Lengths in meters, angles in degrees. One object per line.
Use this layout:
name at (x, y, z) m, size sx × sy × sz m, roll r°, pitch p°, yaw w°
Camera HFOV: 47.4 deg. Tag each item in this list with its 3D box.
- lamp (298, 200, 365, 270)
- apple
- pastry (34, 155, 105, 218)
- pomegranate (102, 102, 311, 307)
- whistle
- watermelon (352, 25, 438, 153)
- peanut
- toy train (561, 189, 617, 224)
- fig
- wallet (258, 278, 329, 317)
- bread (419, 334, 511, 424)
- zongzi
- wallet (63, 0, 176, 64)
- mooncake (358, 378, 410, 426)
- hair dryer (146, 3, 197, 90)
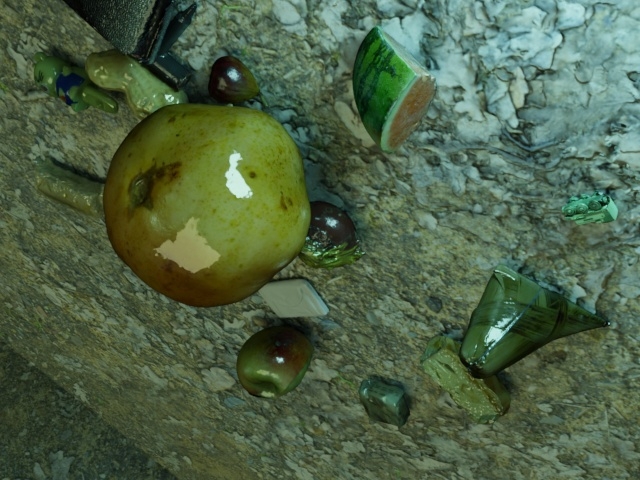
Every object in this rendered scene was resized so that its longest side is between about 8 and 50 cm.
lamp at (-0.002, -0.004, 1.523) m, size 0.157 × 0.135 × 0.156 m, roll -5°, pitch 126°, yaw 44°
apple at (-0.121, 0.313, 1.917) m, size 0.207 × 0.188 × 0.174 m, roll -19°, pitch 122°, yaw 39°
pastry at (-0.645, -0.128, 1.929) m, size 0.258 × 0.089 × 0.121 m, roll 24°, pitch 154°, yaw 19°
pomegranate at (-0.207, -0.079, 1.414) m, size 0.417 × 0.416 × 0.416 m, roll 21°, pitch 141°, yaw 18°
whistle at (-0.549, -0.340, 1.621) m, size 0.227 × 0.085 × 0.105 m, roll 29°, pitch 147°, yaw 9°
watermelon at (0.095, -0.250, 1.223) m, size 0.146 × 0.128 × 0.231 m, roll 46°, pitch 148°, yaw 16°
peanut at (-0.372, -0.318, 1.495) m, size 0.229 × 0.103 × 0.098 m, roll 37°, pitch 132°, yaw -5°
toy train at (0.446, -0.051, 1.213) m, size 0.083 × 0.033 × 0.053 m, roll -17°, pitch 123°, yaw 47°
fig at (-0.149, -0.295, 1.382) m, size 0.125 × 0.089 × 0.089 m, roll 17°, pitch 147°, yaw -20°
wallet at (-0.074, 0.149, 1.829) m, size 0.183 × 0.032 × 0.124 m, roll -9°, pitch 127°, yaw 42°
bread at (0.332, 0.312, 1.656) m, size 0.232 × 0.088 × 0.128 m, roll 46°, pitch 133°, yaw -3°
zongzi at (0.394, 0.188, 1.361) m, size 0.242 × 0.221 × 0.112 m, roll 27°, pitch 157°, yaw 8°
wallet at (-0.374, -0.480, 1.323) m, size 0.262 × 0.071 × 0.221 m, roll 39°, pitch 132°, yaw 7°
mooncake at (0.168, 0.423, 1.905) m, size 0.125 × 0.073 × 0.130 m, roll 13°, pitch 136°, yaw 31°
hair dryer at (-0.304, -0.407, 1.400) m, size 0.173 × 0.050 × 0.195 m, roll 37°, pitch 139°, yaw -4°
